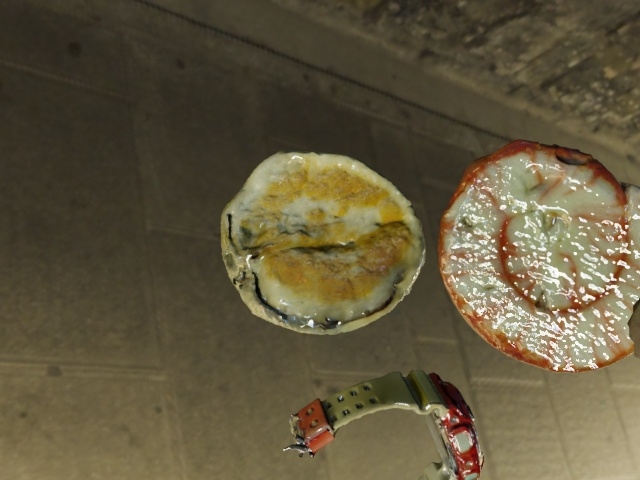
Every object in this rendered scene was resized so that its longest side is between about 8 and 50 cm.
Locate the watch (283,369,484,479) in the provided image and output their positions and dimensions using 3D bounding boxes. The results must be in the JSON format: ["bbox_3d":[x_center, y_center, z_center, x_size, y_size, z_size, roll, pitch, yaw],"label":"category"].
[{"bbox_3d":[0.029,0.225,0.958,0.102,0.268,0.165,-117,-162,-62],"label":"watch"}]

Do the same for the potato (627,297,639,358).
[{"bbox_3d":[0.404,0.139,0.472,0.319,0.385,0.442,60,-5,-30],"label":"potato"}]

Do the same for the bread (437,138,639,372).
[{"bbox_3d":[0.322,0.025,1.319,0.327,0.295,0.114,26,9,10],"label":"bread"}]

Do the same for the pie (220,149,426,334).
[{"bbox_3d":[0.000,0.000,1.511,0.077,0.339,0.339,84,6,-58],"label":"pie"}]
